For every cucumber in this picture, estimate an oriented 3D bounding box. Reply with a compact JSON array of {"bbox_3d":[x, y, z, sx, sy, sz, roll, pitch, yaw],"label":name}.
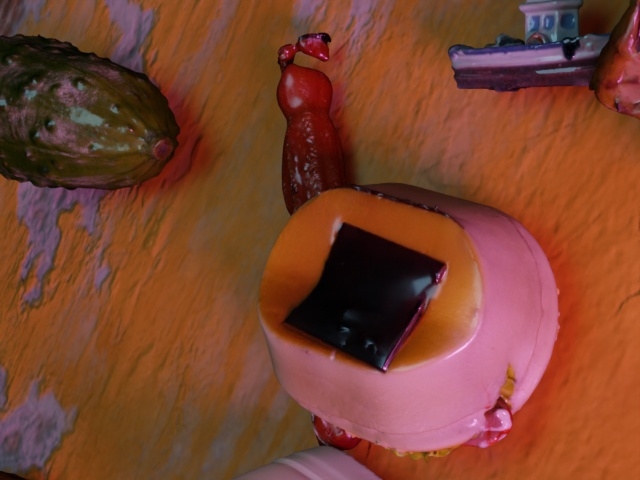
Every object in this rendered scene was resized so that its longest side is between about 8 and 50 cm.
[{"bbox_3d":[-0.197,-0.100,1.521,0.244,0.134,0.134,20,93,48],"label":"cucumber"}]

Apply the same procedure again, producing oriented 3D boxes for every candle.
[{"bbox_3d":[0.000,0.000,1.311,0.051,0.048,0.329,93,172,-65],"label":"candle"}]

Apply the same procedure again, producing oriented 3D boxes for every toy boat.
[{"bbox_3d":[0.144,-0.131,1.174,0.140,0.059,0.066,4,97,48],"label":"toy boat"}]

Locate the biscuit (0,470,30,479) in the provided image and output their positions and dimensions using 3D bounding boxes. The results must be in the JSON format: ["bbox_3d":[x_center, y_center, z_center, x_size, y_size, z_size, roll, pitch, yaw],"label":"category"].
[{"bbox_3d":[-0.286,0.383,1.489,0.350,0.070,0.394,-18,61,41],"label":"biscuit"}]

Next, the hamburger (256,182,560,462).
[{"bbox_3d":[0.053,0.049,1.172,0.210,0.116,0.173,15,78,42],"label":"hamburger"}]

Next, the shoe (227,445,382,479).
[{"bbox_3d":[0.019,0.246,1.093,0.363,0.160,0.132,36,129,50],"label":"shoe"}]

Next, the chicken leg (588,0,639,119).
[{"bbox_3d":[0.273,-0.159,0.991,0.409,0.182,0.295,14,98,35],"label":"chicken leg"}]
